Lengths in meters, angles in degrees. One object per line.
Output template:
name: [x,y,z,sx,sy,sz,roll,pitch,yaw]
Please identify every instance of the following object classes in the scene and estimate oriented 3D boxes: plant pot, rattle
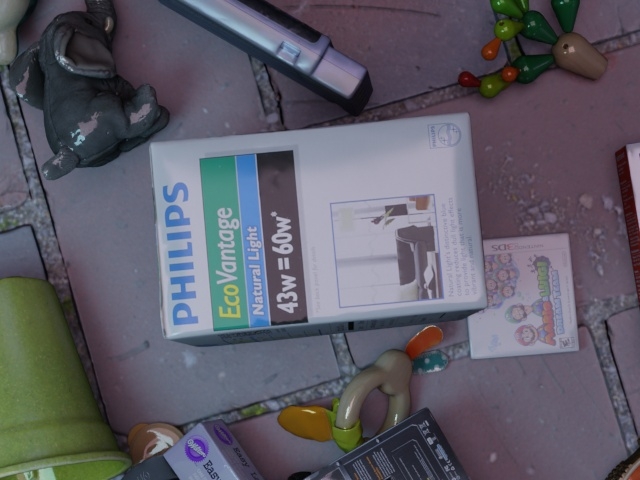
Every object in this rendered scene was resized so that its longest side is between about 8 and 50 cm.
plant pot: [-0.397,0.191,1.739,0.276,0.276,0.254,-15,75,1]
rattle: [0.060,0.188,1.821,0.130,0.142,0.200,38,70,-27]

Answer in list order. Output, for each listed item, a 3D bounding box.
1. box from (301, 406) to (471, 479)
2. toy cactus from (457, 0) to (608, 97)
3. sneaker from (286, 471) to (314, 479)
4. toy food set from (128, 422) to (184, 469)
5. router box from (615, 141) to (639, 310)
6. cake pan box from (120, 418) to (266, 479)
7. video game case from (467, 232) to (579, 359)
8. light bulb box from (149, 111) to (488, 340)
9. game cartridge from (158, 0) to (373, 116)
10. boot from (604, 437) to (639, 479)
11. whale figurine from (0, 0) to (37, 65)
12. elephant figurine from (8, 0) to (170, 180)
box: [0.110,0.349,1.695,0.183,0.056,0.231,-29,79,-14]
toy cactus: [0.290,-0.266,1.822,0.180,0.112,0.219,30,85,-15]
sneaker: [0.070,0.401,1.787,0.283,0.107,0.124,21,111,0]
toy food set: [-0.213,0.282,1.828,0.083,0.020,0.083,-3,86,1]
router box: [0.574,0.002,1.789,0.335,0.082,0.301,-8,86,1]
cake pan box: [-0.154,0.394,1.744,0.245,0.070,0.267,-40,72,13]
video game case: [0.262,0.073,1.826,0.143,0.019,0.157,-5,86,2]
light bulb box: [0.000,0.000,1.672,0.361,0.358,0.225,-5,84,0]
game cartridge: [-0.095,-0.276,1.758,0.355,0.230,0.068,31,87,3]
boot: [0.423,0.310,1.788,0.084,0.059,0.158,44,88,-1]
whale figurine: [-0.478,-0.309,1.840,0.216,0.141,0.272,38,113,4]
elephant figurine: [-0.318,-0.220,1.799,0.169,0.186,0.239,-30,90,6]
